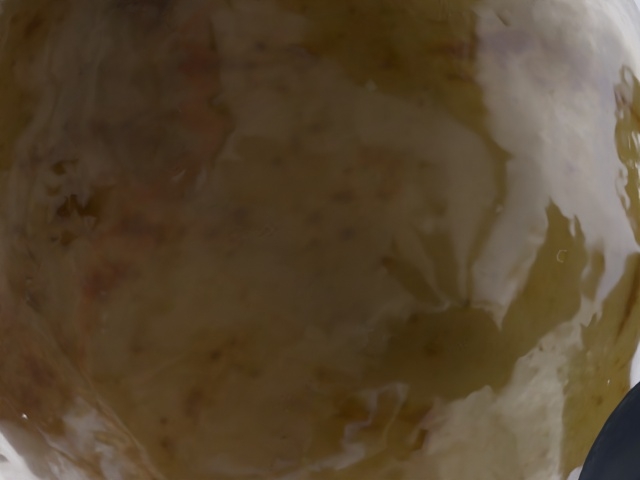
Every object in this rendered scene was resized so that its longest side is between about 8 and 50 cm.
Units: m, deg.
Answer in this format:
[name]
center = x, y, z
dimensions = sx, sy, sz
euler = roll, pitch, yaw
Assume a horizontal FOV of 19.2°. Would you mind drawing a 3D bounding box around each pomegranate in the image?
[pomegranate]
center = 0.000, 0.000, 0.734
dimensions = 0.342, 0.342, 0.342
euler = -16, -128, 22

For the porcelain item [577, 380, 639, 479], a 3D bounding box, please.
[porcelain item]
center = 0.135, 0.095, 0.472
dimensions = 0.141, 0.141, 0.259
euler = -32, -175, 9
